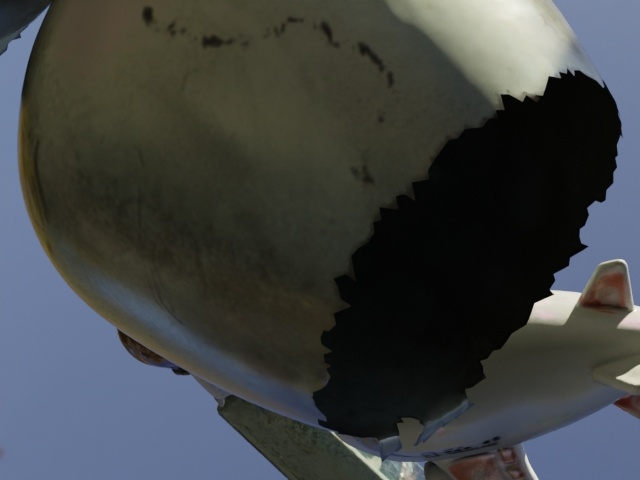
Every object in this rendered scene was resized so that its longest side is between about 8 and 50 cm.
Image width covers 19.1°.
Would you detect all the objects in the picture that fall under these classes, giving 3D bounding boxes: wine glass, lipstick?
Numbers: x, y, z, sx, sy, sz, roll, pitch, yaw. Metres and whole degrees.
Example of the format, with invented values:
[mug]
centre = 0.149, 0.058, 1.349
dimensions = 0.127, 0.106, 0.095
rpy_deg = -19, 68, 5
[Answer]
[wine glass]
centre = -0.048, -0.074, 0.794
dimensions = 0.323, 0.238, 0.238
rpy_deg = 40, -84, 30
[lipstick]
centre = 0.034, 0.207, 1.656
dimensions = 0.076, 0.289, 0.077
rpy_deg = -41, -166, 26

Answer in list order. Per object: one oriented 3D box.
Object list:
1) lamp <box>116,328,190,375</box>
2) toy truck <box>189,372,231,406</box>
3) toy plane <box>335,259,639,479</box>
[lamp]
centre = -0.108, 0.059, 1.468
dimensions = 0.101, 0.101, 0.090
rpy_deg = 6, -68, 46
[toy truck]
centre = 0.000, 0.000, 1.204
dimensions = 0.242, 0.101, 0.125
rpy_deg = -33, -141, 6
[toy plane]
centre = 0.119, 0.093, 1.286
dimensions = 0.252, 0.252, 0.118
rpy_deg = -33, -167, 25
